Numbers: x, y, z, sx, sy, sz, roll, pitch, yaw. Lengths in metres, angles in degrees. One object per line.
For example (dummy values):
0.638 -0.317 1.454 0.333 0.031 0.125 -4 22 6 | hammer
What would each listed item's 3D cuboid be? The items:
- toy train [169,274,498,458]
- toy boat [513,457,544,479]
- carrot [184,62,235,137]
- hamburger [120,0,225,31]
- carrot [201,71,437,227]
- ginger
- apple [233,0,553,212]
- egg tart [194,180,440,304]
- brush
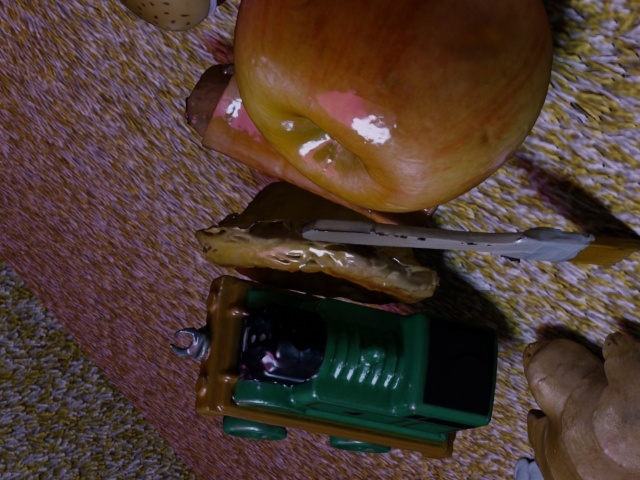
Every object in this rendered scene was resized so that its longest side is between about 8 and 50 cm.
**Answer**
0.035 0.154 1.843 0.429 0.178 0.249 14 163 -26 | toy train
0.356 0.431 2.117 0.290 0.100 0.199 44 158 0 | toy boat
-0.029 -0.123 1.741 0.263 0.102 0.102 23 152 31 | carrot
-0.150 -0.292 1.570 0.175 0.137 0.175 31 154 17 | hamburger
0.030 -0.121 1.568 0.254 0.196 0.196 31 157 3 | carrot
0.343 0.186 1.726 0.375 0.166 0.236 -61 40 44 | ginger
0.060 -0.160 1.342 0.286 0.233 0.286 33 156 17 | apple
0.000 0.000 1.803 0.294 0.116 0.295 11 174 1 | egg tart
0.146 -0.001 1.509 0.336 0.020 0.085 4 165 -13 | brush
